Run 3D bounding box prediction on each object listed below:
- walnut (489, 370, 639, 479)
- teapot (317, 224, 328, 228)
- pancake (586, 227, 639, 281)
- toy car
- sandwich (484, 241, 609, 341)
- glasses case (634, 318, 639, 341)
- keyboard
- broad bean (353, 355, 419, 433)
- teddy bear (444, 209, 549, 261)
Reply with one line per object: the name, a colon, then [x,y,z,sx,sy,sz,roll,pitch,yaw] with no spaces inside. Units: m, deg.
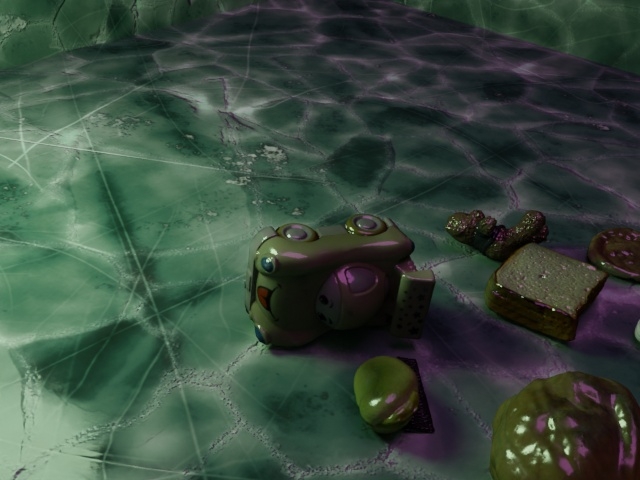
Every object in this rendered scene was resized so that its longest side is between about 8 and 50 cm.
walnut: [0.408,0.351,1.222,0.253,0.282,0.277,-32,24,16]
teapot: [0.000,0.000,1.884,0.057,0.066,0.088,-37,28,-25]
pancake: [0.791,0.033,1.965,0.236,0.042,0.222,-13,39,-25]
toy car: [0.034,0.102,1.571,0.336,0.242,0.226,-8,38,-23]
sandwich: [0.510,0.113,1.759,0.226,0.087,0.251,25,35,24]
glasses case: [0.796,0.225,1.655,0.233,0.059,0.092,20,34,22]
keyboard: [0.174,0.294,1.493,0.060,0.018,0.195,4,33,-8]
broad bean: [0.121,0.280,1.433,0.124,0.082,0.174,-17,36,10]
teddy bear: [0.436,-0.013,1.914,0.251,0.182,0.129,5,71,15]
